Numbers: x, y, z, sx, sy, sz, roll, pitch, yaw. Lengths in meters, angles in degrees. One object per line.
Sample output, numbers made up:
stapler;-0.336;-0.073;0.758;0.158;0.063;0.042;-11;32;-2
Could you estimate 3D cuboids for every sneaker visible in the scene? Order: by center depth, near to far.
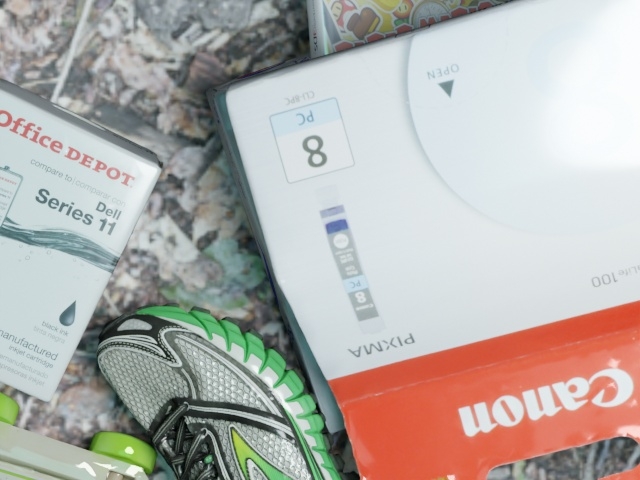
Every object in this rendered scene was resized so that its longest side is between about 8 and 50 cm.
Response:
sneaker;-0.056;0.192;1.311;0.343;0.134;0.146;48;51;8

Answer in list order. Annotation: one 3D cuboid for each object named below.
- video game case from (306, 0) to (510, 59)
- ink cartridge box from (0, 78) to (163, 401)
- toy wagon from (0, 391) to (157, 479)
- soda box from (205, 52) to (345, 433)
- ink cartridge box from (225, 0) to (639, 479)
video game case;0.098;-0.097;1.332;0.227;0.026;0.206;-6;92;-30
ink cartridge box;-0.233;-0.002;1.335;0.153;0.087;0.208;25;94;-9
toy wagon;-0.211;0.277;1.339;0.344;0.068;0.267;20;68;-9
soda box;0.000;0.000;1.357;0.098;0.091;0.286;-20;99;-5
ink cartridge box;0.133;0.031;1.210;0.308;0.091;0.385;-15;93;10
